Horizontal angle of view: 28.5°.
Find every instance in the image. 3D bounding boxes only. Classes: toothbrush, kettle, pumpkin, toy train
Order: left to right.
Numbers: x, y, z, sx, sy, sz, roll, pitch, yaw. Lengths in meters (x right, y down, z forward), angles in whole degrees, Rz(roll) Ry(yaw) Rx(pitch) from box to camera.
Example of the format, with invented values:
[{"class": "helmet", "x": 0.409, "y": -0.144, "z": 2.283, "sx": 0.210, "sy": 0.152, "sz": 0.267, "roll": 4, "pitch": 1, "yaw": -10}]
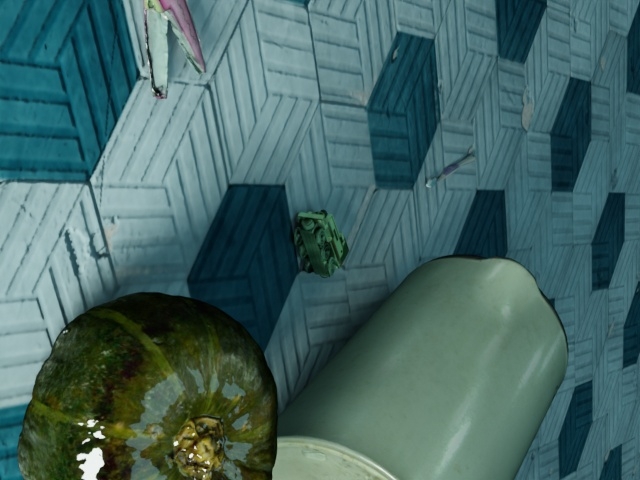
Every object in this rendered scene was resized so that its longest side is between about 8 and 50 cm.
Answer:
[{"class": "pumpkin", "x": -0.133, "y": 0.150, "z": 0.992, "sx": 0.223, "sy": 0.157, "sz": 0.224, "roll": -11, "pitch": 106, "yaw": -42}, {"class": "toy train", "x": 0.000, "y": 0.000, "z": 1.290, "sx": 0.053, "sy": 0.033, "sz": 0.083, "roll": -62, "pitch": 148, "yaw": -35}, {"class": "kettle", "x": 0.091, "y": 0.238, "z": 1.378, "sx": 0.377, "sy": 0.250, "sz": 0.361, "roll": -47, "pitch": 160, "yaw": -46}, {"class": "toothbrush", "x": 0.164, "y": -0.088, "z": 1.567, "sx": 0.131, "sy": 0.011, "sz": 0.013, "roll": -31, "pitch": 148, "yaw": -53}]

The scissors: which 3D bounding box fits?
[{"class": "scissors", "x": -0.128, "y": -0.204, "z": 0.991, "sx": 0.133, "sy": 0.020, "sz": 0.187, "roll": -43, "pitch": 135, "yaw": -41}]
